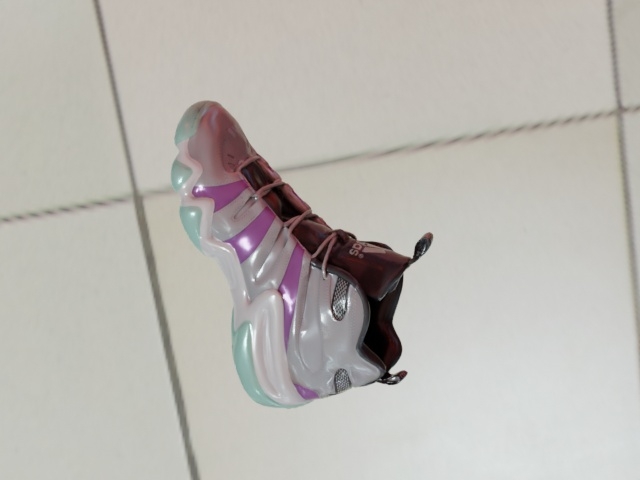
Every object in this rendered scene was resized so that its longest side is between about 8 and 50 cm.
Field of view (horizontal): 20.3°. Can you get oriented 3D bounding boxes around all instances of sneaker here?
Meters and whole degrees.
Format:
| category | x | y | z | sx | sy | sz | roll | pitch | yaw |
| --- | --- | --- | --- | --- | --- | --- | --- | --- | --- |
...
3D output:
| category | x | y | z | sx | sy | sz | roll | pitch | yaw |
| --- | --- | --- | --- | --- | --- | --- | --- | --- | --- |
| sneaker | 0.000 | 0.000 | 0.527 | 0.069 | 0.038 | 0.098 | -11 | 109 | 29 |
